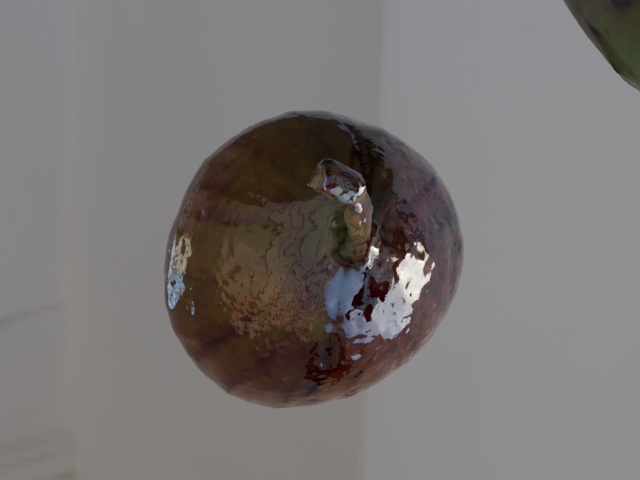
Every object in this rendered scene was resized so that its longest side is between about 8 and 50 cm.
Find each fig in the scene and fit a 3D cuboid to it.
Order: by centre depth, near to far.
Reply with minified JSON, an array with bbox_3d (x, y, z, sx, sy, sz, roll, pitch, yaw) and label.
[{"bbox_3d":[0.010,0.005,0.954,0.202,0.148,0.149,-14,-156,47],"label":"fig"}]

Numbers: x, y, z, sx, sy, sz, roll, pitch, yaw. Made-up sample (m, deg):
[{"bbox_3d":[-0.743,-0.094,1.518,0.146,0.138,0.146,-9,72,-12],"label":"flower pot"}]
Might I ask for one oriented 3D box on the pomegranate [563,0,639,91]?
[{"bbox_3d":[0.218,-0.125,0.561,0.306,0.242,0.242,17,-166,16],"label":"pomegranate"}]
